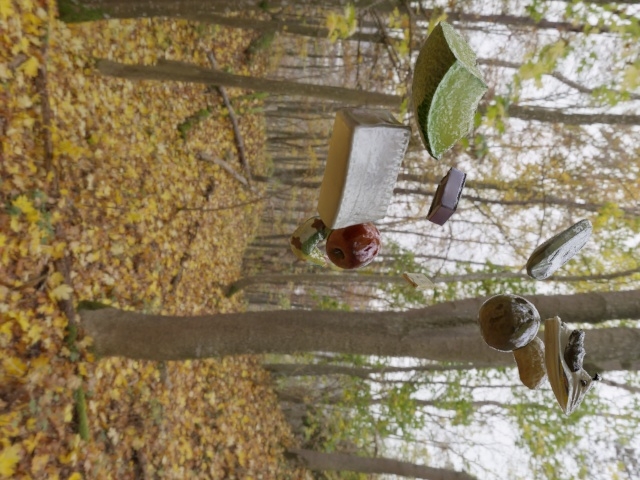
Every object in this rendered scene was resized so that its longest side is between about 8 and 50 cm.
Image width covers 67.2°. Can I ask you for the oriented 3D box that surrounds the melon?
[{"bbox_3d":[0.361,-0.462,1.380,0.331,0.225,0.344,74,7,-46],"label":"melon"}]

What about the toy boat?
[{"bbox_3d":[0.731,0.362,1.408,0.141,0.140,0.270,90,-3,-59],"label":"toy boat"}]

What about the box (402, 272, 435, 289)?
[{"bbox_3d":[0.361,0.149,1.763,0.149,0.073,0.020,9,122,-50],"label":"box"}]

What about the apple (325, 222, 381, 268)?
[{"bbox_3d":[0.116,0.011,1.675,0.168,0.180,0.181,-32,139,-40],"label":"apple"}]

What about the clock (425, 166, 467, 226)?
[{"bbox_3d":[0.489,-0.169,1.872,0.145,0.073,0.194,112,2,-63],"label":"clock"}]

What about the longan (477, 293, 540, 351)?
[{"bbox_3d":[0.720,0.316,1.868,0.246,0.245,0.215,76,-7,-77],"label":"longan"}]

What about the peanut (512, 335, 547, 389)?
[{"bbox_3d":[0.853,0.489,1.952,0.129,0.129,0.225,86,-2,-67],"label":"peanut"}]

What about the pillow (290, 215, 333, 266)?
[{"bbox_3d":[0.000,0.000,1.837,0.214,0.233,0.086,40,24,-33],"label":"pillow"}]

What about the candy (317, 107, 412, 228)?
[{"bbox_3d":[0.120,-0.215,1.464,0.145,0.207,0.359,55,-36,42],"label":"candy"}]

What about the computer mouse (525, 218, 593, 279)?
[{"bbox_3d":[0.949,0.029,1.929,0.095,0.330,0.197,47,-18,36],"label":"computer mouse"}]
